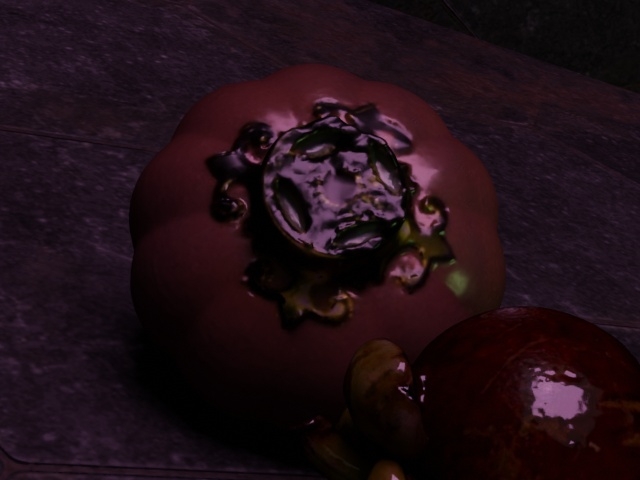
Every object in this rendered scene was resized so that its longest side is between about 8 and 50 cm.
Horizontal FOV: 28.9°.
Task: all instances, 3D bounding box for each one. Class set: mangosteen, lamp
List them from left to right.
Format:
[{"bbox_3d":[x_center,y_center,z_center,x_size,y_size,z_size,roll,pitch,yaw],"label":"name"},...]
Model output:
[{"bbox_3d":[0.000,0.000,0.972,0.305,0.305,0.240,17,-20,-2],"label":"lamp"},{"bbox_3d":[0.105,0.144,0.828,0.257,0.215,0.215,14,25,-10],"label":"mangosteen"}]
